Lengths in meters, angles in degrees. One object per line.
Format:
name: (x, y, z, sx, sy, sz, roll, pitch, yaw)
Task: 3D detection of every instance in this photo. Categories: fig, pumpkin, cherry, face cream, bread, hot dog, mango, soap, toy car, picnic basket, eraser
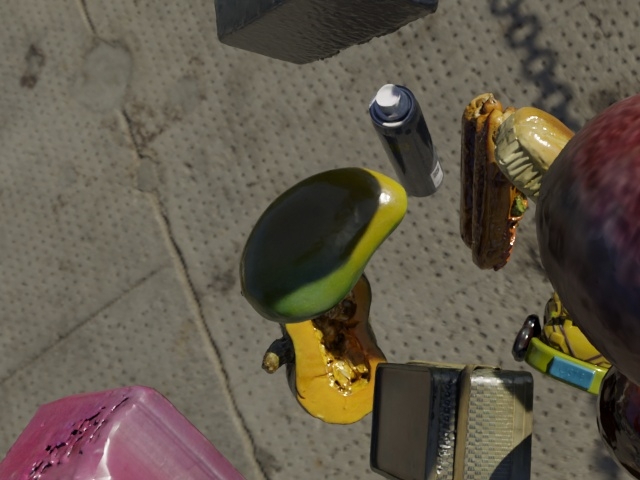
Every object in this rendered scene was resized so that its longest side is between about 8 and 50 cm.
fig: (0.409, 0.174, 0.962, 0.235, 0.235, 0.214, -34, 50, 18)
pumpkin: (-0.004, 0.173, 1.646, 0.222, 0.139, 0.317, -14, 111, -4)
cherry: (0.269, -0.005, 0.643, 0.230, 0.203, 0.300, -51, 37, -1)
face cream: (0.129, -0.150, 1.379, 0.073, 0.283, 0.073, -6, 68, 14)
bread: (0.399, -0.121, 1.547, 0.106, 0.236, 0.140, -41, 20, 34)
hot dog: (0.334, -0.108, 1.754, 0.117, 0.349, 0.158, -7, 30, -5)
mango: (-0.004, 0.000, 0.942, 0.122, 0.085, 0.191, 34, 78, 31)
soap: (-0.131, 0.271, 0.795, 0.220, 0.325, 0.127, -14, 31, 44)
toy car: (0.415, 0.145, 1.431, 0.200, 0.248, 0.142, 21, 104, 14)
picnic basket: (0.168, 0.244, 1.228, 0.139, 0.266, 0.165, 6, 82, -12)
eraser: (-0.009, -0.245, 0.935, 0.352, 0.111, 0.077, 3, 82, 65)
